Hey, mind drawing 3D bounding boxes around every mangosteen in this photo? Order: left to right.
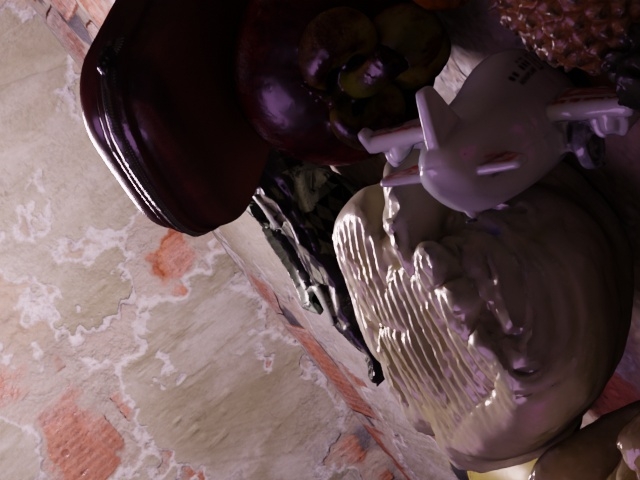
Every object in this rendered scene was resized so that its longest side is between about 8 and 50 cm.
[{"bbox_3d":[0.028,-0.177,1.068,0.215,0.215,0.257,55,165,-22],"label":"mangosteen"}]

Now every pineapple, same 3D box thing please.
[{"bbox_3d":[0.243,-0.119,0.760,0.277,0.119,0.130,48,158,8],"label":"pineapple"}]

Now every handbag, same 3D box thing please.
[{"bbox_3d":[0.000,0.000,1.550,0.416,0.180,0.317,53,-174,1],"label":"handbag"}]

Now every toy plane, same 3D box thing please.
[{"bbox_3d":[0.148,-0.095,0.916,0.252,0.252,0.118,16,123,66],"label":"toy plane"}]

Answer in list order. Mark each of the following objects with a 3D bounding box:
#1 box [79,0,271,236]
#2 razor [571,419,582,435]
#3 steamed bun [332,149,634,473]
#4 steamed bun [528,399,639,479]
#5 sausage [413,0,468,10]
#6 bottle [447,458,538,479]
[{"bbox_3d":[-0.125,-0.202,1.179,0.108,0.404,0.263,-3,137,24],"label":"box"},{"bbox_3d":[0.254,0.141,1.425,0.189,0.107,0.327,37,161,36],"label":"razor"},{"bbox_3d":[0.185,0.047,1.133,0.339,0.247,0.352,61,161,21],"label":"steamed bun"},{"bbox_3d":[0.356,0.241,0.935,0.230,0.325,0.372,52,171,-21],"label":"steamed bun"},{"bbox_3d":[0.063,-0.285,0.971,0.197,0.076,0.076,47,166,3],"label":"sausage"},{"bbox_3d":[0.315,0.346,1.662,0.171,0.171,0.351,54,168,-17],"label":"bottle"}]
